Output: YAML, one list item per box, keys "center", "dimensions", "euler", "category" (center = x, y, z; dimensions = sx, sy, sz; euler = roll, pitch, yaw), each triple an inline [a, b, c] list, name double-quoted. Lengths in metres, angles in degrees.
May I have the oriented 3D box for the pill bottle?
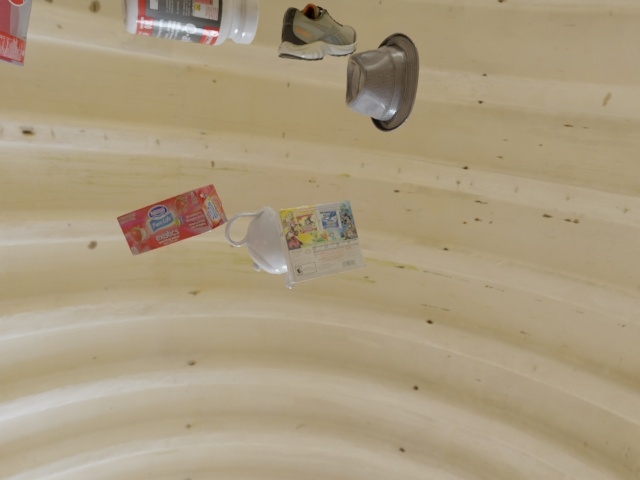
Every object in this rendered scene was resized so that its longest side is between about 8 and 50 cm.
- center: [-0.380, -0.695, 1.261]
  dimensions: [0.210, 0.364, 0.209]
  euler: [15, -72, 61]
  category: "pill bottle"

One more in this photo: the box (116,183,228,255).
- center: [-0.414, -0.060, 1.214]
  dimensions: [0.257, 0.128, 0.122]
  euler: [-17, -79, 14]
  category: "box"

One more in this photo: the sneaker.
- center: [0.007, -0.472, 0.966]
  dimensions: [0.101, 0.272, 0.107]
  euler: [19, -57, 25]
  category: "sneaker"

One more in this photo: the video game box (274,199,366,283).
- center: [0.000, 0.000, 1.104]
  dimensions: [0.048, 0.206, 0.186]
  euler: [-22, -101, 65]
  category: "video game box"

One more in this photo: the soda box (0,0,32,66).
- center: [-0.352, -0.328, 0.436]
  dimensions: [0.083, 0.092, 0.262]
  euler: [-121, -133, -75]
  category: "soda box"

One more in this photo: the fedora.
- center: [0.135, -0.407, 1.107]
  dimensions: [0.275, 0.125, 0.243]
  euler: [-118, -150, -62]
  category: "fedora"

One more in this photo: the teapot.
- center: [-0.159, 0.020, 1.411]
  dimensions: [0.256, 0.252, 0.187]
  euler: [43, -92, 11]
  category: "teapot"
